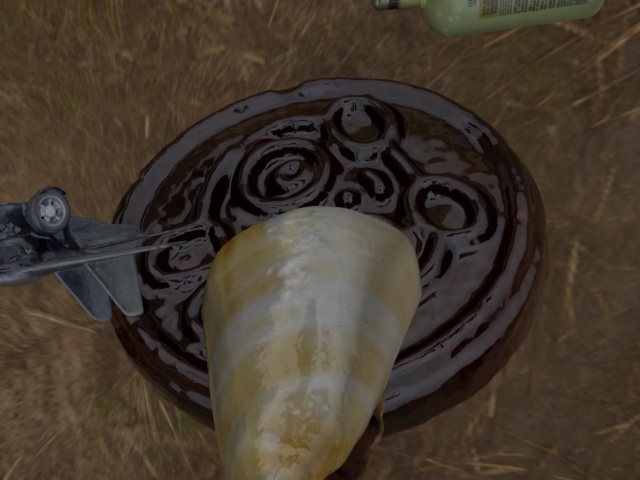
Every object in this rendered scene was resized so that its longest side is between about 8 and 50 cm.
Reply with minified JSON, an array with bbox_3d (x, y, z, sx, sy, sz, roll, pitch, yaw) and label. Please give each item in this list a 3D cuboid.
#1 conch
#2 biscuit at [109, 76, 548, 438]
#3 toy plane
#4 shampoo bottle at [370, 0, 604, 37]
[{"bbox_3d":[-0.024,0.075,0.795,0.127,0.255,0.158,17,123,9],"label":"conch"},{"bbox_3d":[0.000,0.000,1.239,0.407,0.091,0.407,-6,50,7],"label":"biscuit"},{"bbox_3d":[-0.240,0.012,0.909,0.267,0.212,0.088,0,81,-40],"label":"toy plane"},{"bbox_3d":[0.113,-0.183,0.955,0.162,0.079,0.079,-10,87,-6],"label":"shampoo bottle"}]
